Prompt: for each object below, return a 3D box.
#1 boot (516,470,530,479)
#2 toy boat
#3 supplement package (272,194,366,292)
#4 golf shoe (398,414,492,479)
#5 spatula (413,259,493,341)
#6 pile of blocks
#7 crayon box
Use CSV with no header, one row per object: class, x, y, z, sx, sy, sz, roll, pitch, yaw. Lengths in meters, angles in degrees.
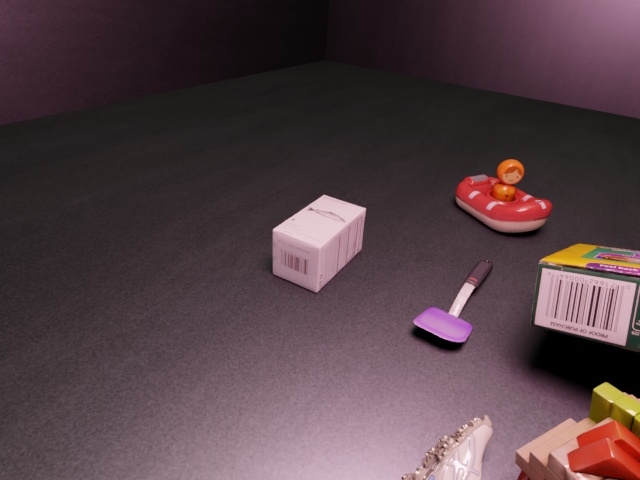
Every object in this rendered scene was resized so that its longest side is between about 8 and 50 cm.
boot,0.279,0.322,0.383,0.176,0.088,0.244,-25,34,-36
toy boat,0.446,-0.121,1.029,0.151,0.151,0.231,-12,36,-23
supplement package,0.000,0.000,0.835,0.105,0.105,0.179,20,35,25
golf shoe,0.154,0.273,0.480,0.176,0.069,0.086,-26,63,-34
spatula,0.264,0.099,0.777,0.084,0.030,0.296,24,37,27
pile of blocks,0.383,0.180,0.408,0.363,0.112,0.149,-7,26,5
crayon box,0.530,0.088,0.594,0.363,0.106,0.313,11,10,39
